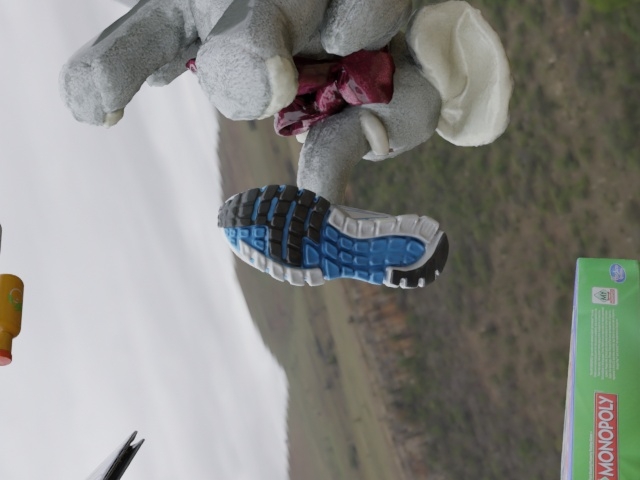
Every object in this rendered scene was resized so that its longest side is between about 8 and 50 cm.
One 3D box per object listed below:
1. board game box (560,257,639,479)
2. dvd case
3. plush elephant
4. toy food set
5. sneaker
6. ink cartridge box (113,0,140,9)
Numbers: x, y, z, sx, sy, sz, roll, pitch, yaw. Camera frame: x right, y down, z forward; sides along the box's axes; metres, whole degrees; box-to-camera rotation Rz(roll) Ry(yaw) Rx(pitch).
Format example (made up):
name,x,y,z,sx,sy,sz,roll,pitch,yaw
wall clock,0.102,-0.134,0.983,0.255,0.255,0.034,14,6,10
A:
name,x,y,z,sx,sy,sz,roll,pitch,yaw
board game box,0.175,0.192,0.749,0.317,0.046,0.214,-72,-18,-50
dvd case,-0.246,0.279,1.047,0.018,0.164,0.221,41,-150,-7
plush elephant,-0.001,-0.137,0.970,0.271,0.330,0.255,-3,133,45
toy food set,-0.387,0.038,1.225,0.232,0.111,0.105,85,178,-56
sneaker,0.000,0.000,0.908,0.083,0.190,0.071,12,90,60
ink cartridge box,-0.135,-0.363,1.093,0.211,0.289,0.122,12,-135,-58
